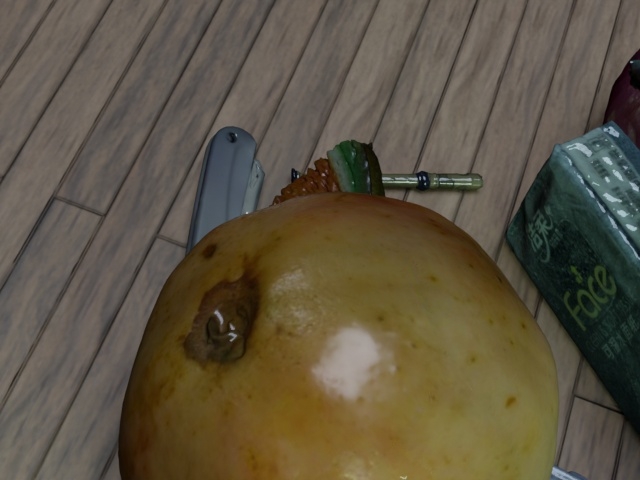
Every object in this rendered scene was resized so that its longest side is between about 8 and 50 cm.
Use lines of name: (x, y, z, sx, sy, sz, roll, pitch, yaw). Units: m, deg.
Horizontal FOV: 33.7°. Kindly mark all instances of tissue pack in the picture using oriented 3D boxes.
tissue pack: (0.334, 0.058, 1.113, 0.103, 0.228, 0.315, -25, 68, -17)

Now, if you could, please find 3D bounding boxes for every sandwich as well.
sandwich: (0.001, -0.008, 1.178, 0.160, 0.109, 0.184, -6, 63, 10)

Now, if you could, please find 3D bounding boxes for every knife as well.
knife: (-0.112, -0.011, 1.189, 0.073, 0.040, 0.265, 16, 60, -13)

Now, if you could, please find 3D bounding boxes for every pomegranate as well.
pomegranate: (0.020, 0.155, 0.946, 0.412, 0.411, 0.411, 4, 61, -7)

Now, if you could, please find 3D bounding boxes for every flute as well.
flute: (0.081, -0.072, 1.260, 0.233, 0.027, 0.027, 1, 62, -9)

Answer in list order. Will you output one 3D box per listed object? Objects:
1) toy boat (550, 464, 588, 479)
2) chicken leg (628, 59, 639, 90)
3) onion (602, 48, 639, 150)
toy boat: (0.282, 0.303, 1.031, 0.283, 0.127, 0.078, 31, 62, 3)
chicken leg: (0.360, -0.086, 1.046, 0.106, 0.051, 0.253, 11, 50, -11)
onion: (0.521, -0.124, 1.209, 0.358, 0.345, 0.358, 32, 37, -27)
